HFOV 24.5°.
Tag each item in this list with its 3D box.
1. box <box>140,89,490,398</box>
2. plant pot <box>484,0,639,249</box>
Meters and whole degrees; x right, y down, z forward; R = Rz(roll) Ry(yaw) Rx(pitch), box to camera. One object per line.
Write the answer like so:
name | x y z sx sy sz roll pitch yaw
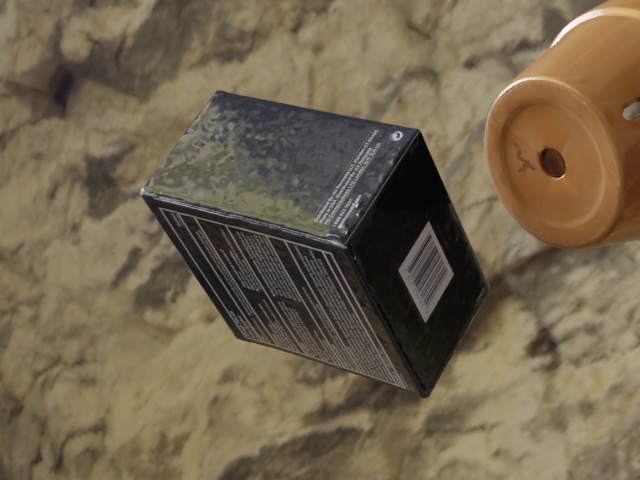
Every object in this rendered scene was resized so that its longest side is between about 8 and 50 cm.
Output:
box | 0.000 0.000 1.711 0.294 0.296 0.182 14 -121 34
plant pot | 0.324 -0.114 1.652 0.203 0.291 0.291 -25 -110 -36
